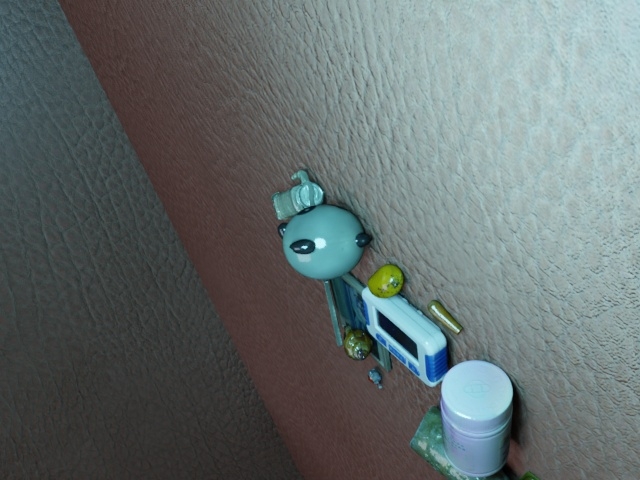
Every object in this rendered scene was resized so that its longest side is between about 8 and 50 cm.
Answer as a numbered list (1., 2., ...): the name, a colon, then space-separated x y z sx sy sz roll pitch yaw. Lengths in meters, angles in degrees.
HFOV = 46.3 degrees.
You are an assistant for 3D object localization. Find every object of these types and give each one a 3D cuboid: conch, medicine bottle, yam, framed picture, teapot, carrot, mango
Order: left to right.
1. teapot: -0.058 -0.118 1.921 0.200 0.077 0.107 168 90 -69
2. framed picture: 0.030 0.175 2.099 0.150 0.015 0.203 -100 -2 -68
3. conch: 0.104 0.287 2.088 0.233 0.080 0.086 74 -162 -88
4. framed picture: 0.109 0.210 2.092 0.232 0.024 0.315 41 155 39
5. mango: 0.149 0.095 1.737 0.114 0.057 0.079 -15 65 56
6. carrot: 0.271 0.167 1.634 0.093 0.032 0.032 44 157 21
7. yam: 0.356 0.559 1.885 0.330 0.133 0.133 40 154 38
8. medicine bottle: 0.339 0.391 1.630 0.152 0.152 0.254 42 155 37

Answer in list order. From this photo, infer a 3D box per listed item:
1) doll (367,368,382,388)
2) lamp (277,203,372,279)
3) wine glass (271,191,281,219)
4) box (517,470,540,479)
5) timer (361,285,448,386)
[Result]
1. doll: 0.164 0.412 2.253 0.114 0.039 0.057 68 -165 -64
2. lamp: 0.000 0.000 1.786 0.198 0.197 0.244 62 167 -15
3. wine glass: -0.117 -0.095 2.138 0.042 0.039 0.083 54 161 38
4. box: 0.540 0.647 1.671 0.240 0.071 0.159 33 147 51
5. timer: 0.207 0.218 1.793 0.253 0.078 0.178 41 154 38
